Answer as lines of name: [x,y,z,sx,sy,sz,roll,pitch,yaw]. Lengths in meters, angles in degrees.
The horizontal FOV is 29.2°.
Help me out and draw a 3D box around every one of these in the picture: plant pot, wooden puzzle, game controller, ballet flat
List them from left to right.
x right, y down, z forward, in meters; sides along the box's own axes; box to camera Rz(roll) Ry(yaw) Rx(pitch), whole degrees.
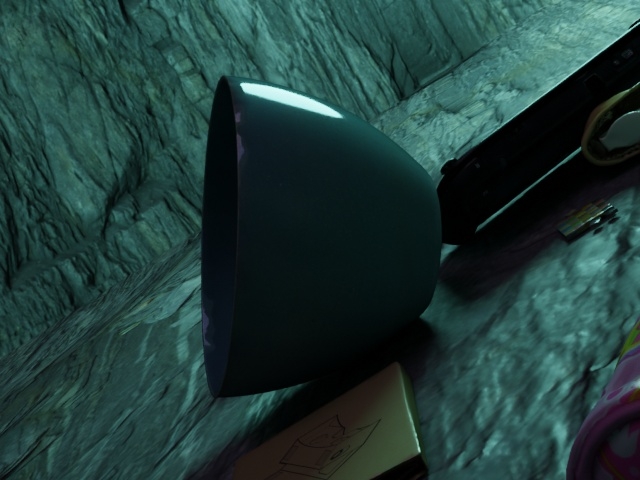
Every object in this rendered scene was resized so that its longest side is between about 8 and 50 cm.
plant pot: [0.000,0.000,1.131,0.195,0.290,0.290,2,4,-11]
game controller: [0.238,-0.112,1.269,0.319,0.067,0.166,-36,-10,-17]
wooden puzzle: [0.236,-0.020,1.098,0.049,0.006,0.083,-33,10,6]
ballet flat: [0.337,-0.134,1.128,0.232,0.080,0.073,-38,-1,36]

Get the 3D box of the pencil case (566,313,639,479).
pencil case: [0.212,0.040,0.559,0.124,0.124,0.284,-25,12,41]

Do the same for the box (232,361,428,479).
box: [0.001,0.167,0.914,0.164,0.021,0.201,-33,9,7]
